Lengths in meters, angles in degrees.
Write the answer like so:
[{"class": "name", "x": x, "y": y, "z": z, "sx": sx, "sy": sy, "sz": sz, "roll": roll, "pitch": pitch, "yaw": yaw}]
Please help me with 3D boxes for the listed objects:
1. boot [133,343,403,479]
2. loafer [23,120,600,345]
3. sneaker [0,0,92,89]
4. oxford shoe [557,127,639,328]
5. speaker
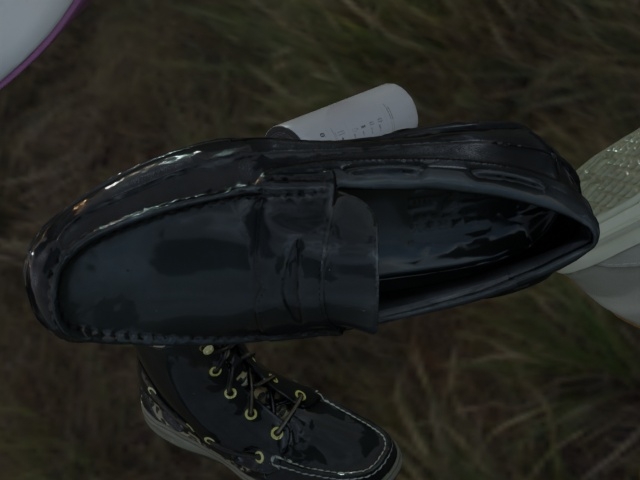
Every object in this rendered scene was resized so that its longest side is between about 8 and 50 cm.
[{"class": "boot", "x": -0.058, "y": 0.107, "z": 1.304, "sx": 0.236, "sy": 0.178, "sz": 0.085, "roll": 17, "pitch": 54, "yaw": 28}, {"class": "loafer", "x": 0.000, "y": 0.000, "z": 0.649, "sx": 0.078, "sy": 0.223, "sz": 0.076, "roll": -131, "pitch": 34, "yaw": -57}, {"class": "sneaker", "x": -0.180, "y": -0.052, "z": 0.516, "sx": 0.236, "sy": 0.095, "sz": 0.104, "roll": -32, "pitch": 108, "yaw": 24}, {"class": "oxford shoe", "x": 0.347, "y": -0.059, "z": 1.142, "sx": 0.449, "sy": 0.169, "sz": 0.130, "roll": -30, "pitch": 109, "yaw": 40}, {"class": "speaker", "x": 0.019, "y": -0.088, "z": 1.414, "sx": 0.055, "sy": 0.136, "sz": 0.055, "roll": 24, "pitch": 125, "yaw": 38}]
